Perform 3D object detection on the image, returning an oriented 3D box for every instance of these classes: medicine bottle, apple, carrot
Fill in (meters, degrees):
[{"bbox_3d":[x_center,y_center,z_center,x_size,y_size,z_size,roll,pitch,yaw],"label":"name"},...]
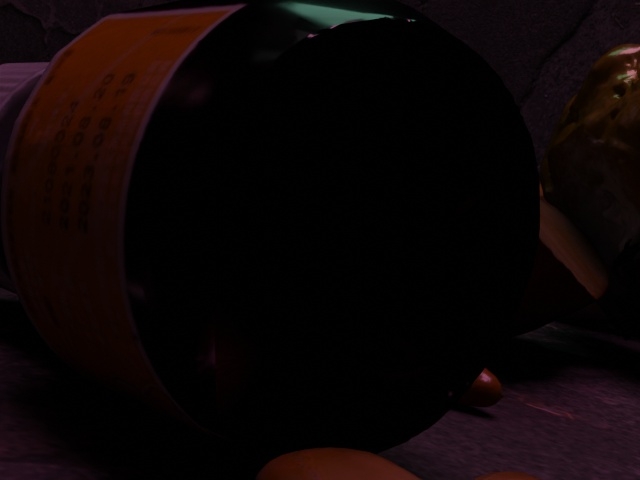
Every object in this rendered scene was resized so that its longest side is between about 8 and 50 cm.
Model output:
[{"bbox_3d":[-0.083,-0.026,0.643,0.243,0.242,0.395,8,4,-36],"label":"medicine bottle"},{"bbox_3d":[0.104,-0.057,0.987,0.329,0.295,0.365,7,3,16],"label":"apple"},{"bbox_3d":[0.068,0.085,0.781,0.139,0.048,0.048,17,8,26],"label":"carrot"}]

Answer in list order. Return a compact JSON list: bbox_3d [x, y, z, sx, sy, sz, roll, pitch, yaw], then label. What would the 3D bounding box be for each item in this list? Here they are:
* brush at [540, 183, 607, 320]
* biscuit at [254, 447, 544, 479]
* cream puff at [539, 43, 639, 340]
[{"bbox_3d":[0.294,0.016,1.339,0.267,0.174,0.166,-7,11,14],"label":"brush"},{"bbox_3d":[0.069,0.133,0.400,0.164,0.047,0.208,10,8,-17],"label":"biscuit"},{"bbox_3d":[0.383,-0.071,1.107,0.270,0.323,0.274,-18,61,-16],"label":"cream puff"}]
